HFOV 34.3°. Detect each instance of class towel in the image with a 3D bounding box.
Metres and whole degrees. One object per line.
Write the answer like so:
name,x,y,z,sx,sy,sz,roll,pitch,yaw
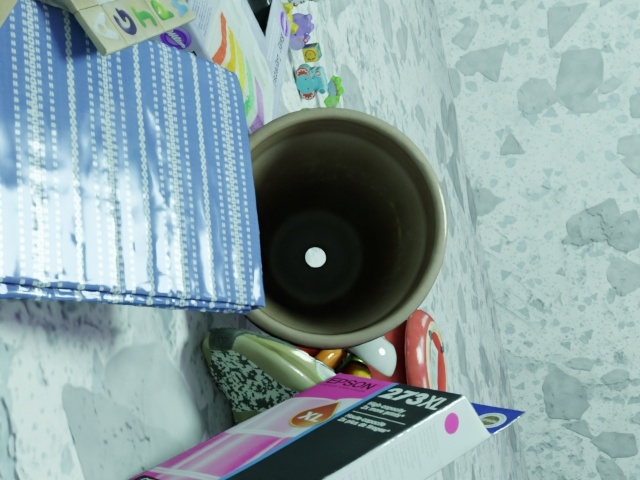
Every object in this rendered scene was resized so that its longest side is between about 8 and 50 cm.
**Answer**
towel,-0.175,-0.062,0.847,0.336,0.040,0.243,10,70,-52

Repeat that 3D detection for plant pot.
plant pot,0.000,0.000,1.209,0.229,0.263,0.263,117,-31,-80
plant pot,0.085,0.191,1.471,0.191,0.174,0.191,-6,90,-74

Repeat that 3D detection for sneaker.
sneaker,-0.036,0.275,1.144,0.182,0.158,0.410,-54,131,-42

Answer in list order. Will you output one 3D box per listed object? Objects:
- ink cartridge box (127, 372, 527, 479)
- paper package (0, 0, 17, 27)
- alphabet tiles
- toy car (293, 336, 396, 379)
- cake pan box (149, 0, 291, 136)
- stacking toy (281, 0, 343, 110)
ink cartridge box,0.011,0.197,0.971,0.371,0.175,0.069,-18,104,-40
paper package,-0.279,-0.269,0.558,0.325,0.168,0.309,-79,153,-44
alphabet tiles,-0.210,-0.274,0.883,0.237,0.009,0.198,56,23,-9
toy car,0.001,0.162,1.298,0.159,0.136,0.182,-55,-176,0
cake pan box,-0.114,-0.256,1.218,0.246,0.070,0.267,65,24,-47
stacking toy,-0.024,-0.269,1.533,0.167,0.052,0.221,-63,143,-58
